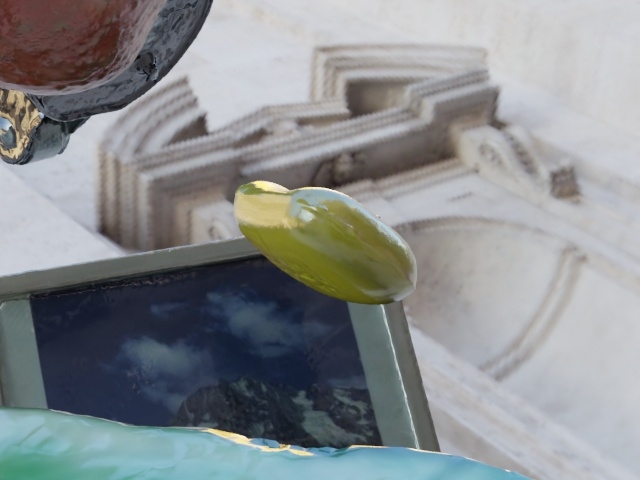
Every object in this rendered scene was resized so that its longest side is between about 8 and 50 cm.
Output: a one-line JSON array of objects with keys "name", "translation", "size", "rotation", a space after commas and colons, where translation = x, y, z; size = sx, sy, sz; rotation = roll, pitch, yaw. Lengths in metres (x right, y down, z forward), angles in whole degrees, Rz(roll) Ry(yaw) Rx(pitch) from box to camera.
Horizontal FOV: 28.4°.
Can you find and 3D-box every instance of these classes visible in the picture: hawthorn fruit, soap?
[{"name": "hawthorn fruit", "translation": [-0.164, -0.147, 0.610], "size": [0.203, 0.163, 0.162], "rotation": [-14, -54, -64]}, {"name": "soap", "translation": [-0.001, 0.001, 0.708], "size": [0.089, 0.140, 0.045], "rotation": [41, -101, -21]}]

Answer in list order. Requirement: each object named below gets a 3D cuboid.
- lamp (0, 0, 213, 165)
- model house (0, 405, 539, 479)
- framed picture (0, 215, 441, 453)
[{"name": "lamp", "translation": [-0.235, -0.257, 1.120], "size": [0.205, 0.272, 0.374], "rotation": [-23, -11, -48]}, {"name": "model house", "translation": [-0.056, 0.229, 0.326], "size": [0.194, 0.267, 0.324], "rotation": [-37, -56, -57]}, {"name": "framed picture", "translation": [-0.070, 0.099, 0.801], "size": [0.281, 0.208, 0.019], "rotation": [-11, -17, -14]}]
